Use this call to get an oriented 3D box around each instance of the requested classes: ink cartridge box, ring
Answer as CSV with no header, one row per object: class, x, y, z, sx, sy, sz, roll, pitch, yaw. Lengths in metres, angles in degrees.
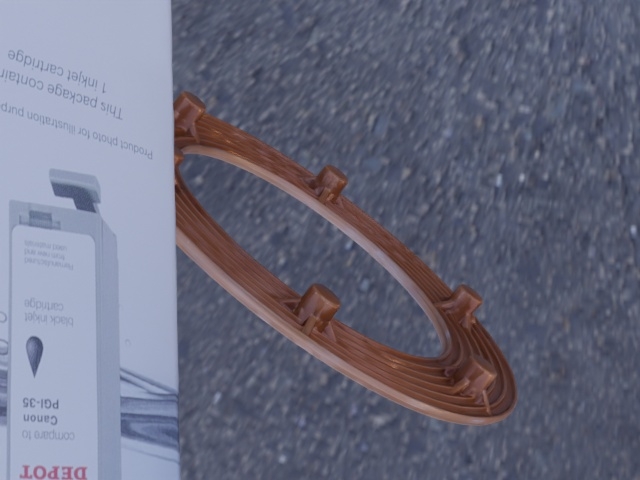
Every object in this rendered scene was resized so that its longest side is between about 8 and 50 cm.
ink cartridge box,-0.156,0.048,0.555,0.207,0.117,0.283,-15,71,38
ring,0.000,0.000,1.104,0.336,0.336,0.032,37,105,-3
